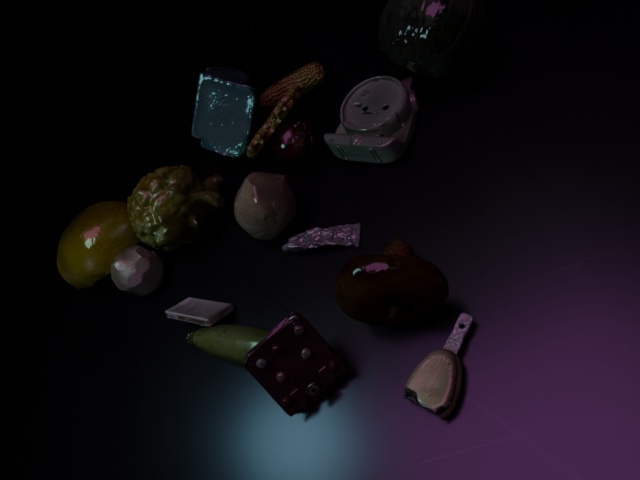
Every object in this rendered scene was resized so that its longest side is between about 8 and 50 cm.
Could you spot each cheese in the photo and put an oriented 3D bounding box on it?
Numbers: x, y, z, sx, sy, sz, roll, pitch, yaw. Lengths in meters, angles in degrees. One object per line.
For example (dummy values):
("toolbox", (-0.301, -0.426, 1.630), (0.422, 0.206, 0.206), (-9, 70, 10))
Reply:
("cheese", (0.297, 0.286, 1.257), (0.127, 0.054, 0.251), (20, 74, 38))

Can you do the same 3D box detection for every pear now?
("pear", (-0.849, -0.010, 1.986), (0.386, 0.191, 0.340), (-39, 33, 10))

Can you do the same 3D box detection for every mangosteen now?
("mangosteen", (-0.088, -0.332, 1.796), (0.166, 0.166, 0.180), (-52, 27, -6))

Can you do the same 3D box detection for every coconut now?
("coconut", (-0.170, -0.118, 1.684), (0.224, 0.224, 0.224), (-15, 56, 23))
("coconut", (-0.642, 0.099, 1.846), (0.171, 0.183, 0.171), (-14, 59, 24))

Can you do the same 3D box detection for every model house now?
("model house", (-0.324, -0.482, 1.979), (0.230, 0.249, 0.280), (18, 115, 5))

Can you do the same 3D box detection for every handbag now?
("handbag", (-0.065, 0.322, 1.369), (0.203, 0.074, 0.216), (-40, 95, 3))

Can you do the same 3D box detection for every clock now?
("clock", (0.177, -0.405, 1.700), (0.265, 0.108, 0.324), (9, 68, 35))

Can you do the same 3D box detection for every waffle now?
("waffle", (-0.161, -0.413, 1.853), (0.300, 0.058, 0.281), (-56, 9, -7))

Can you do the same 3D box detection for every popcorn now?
("popcorn", (-0.509, -0.124, 1.848), (0.335, 0.279, 0.274), (-62, 31, 2))

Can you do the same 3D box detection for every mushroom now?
("mushroom", (0.159, 0.100, 1.327), (0.267, 0.267, 0.254), (-36, 50, 8))

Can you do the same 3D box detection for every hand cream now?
("hand cream", (-0.002, -0.002, 1.613), (0.257, 0.050, 0.084), (-10, 56, 23))

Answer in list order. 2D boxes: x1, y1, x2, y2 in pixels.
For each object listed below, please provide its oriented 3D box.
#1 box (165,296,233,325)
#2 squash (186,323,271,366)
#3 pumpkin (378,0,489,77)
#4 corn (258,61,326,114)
("box", (-0.383, 0.223, 1.677), (0.198, 0.029, 0.109), (4, 23, 34))
("squash", (-0.241, 0.300, 1.535), (0.371, 0.118, 0.118), (0, 63, 37))
("pumpkin", (0.339, -0.642, 1.632), (0.328, 0.291, 0.257), (32, 103, 49))
("corn", (-0.104, -0.568, 1.975), (0.310, 0.101, 0.101), (-23, 53, 24))
